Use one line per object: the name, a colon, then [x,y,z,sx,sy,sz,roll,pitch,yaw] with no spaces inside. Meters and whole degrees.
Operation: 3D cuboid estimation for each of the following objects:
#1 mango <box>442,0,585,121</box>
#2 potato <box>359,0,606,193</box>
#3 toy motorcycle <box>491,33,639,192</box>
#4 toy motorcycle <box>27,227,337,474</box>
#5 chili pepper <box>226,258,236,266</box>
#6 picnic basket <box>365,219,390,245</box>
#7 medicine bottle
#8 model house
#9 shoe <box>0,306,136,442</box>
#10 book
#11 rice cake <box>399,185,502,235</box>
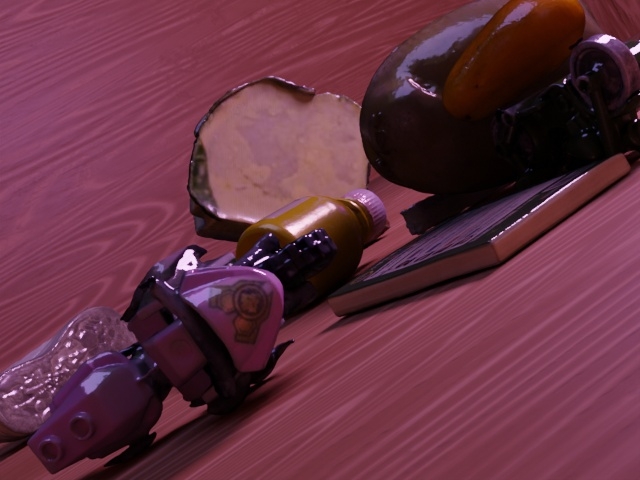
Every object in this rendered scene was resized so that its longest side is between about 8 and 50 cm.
mango: [0.207,-0.200,1.346,0.178,0.090,0.115,-46,-3,20]
potato: [0.202,-0.177,1.528,0.326,0.221,0.243,-30,-1,1]
toy motorcycle: [0.293,-0.138,1.307,0.205,0.127,0.275,-30,-3,-26]
toy motorcycle: [-0.129,0.098,1.086,0.327,0.143,0.188,-36,2,15]
chili pepper: [-0.114,0.057,2.073,0.099,0.083,0.253,-26,0,26]
picnic basket: [0.014,0.009,1.891,0.193,0.054,0.110,-30,5,-21]
medicine bottle: [0.000,0.000,1.583,0.122,0.121,0.212,-26,4,43]
model house: [-0.085,-0.120,2.185,0.321,0.261,0.266,7,-12,-13]
shoe: [-0.418,0.219,1.895,0.159,0.124,0.316,-35,0,35]
book: [0.148,-0.003,1.210,0.202,0.027,0.264,-33,6,-35]
rice cake: [0.194,-0.067,1.623,0.211,0.043,0.034,-30,-7,-25]
